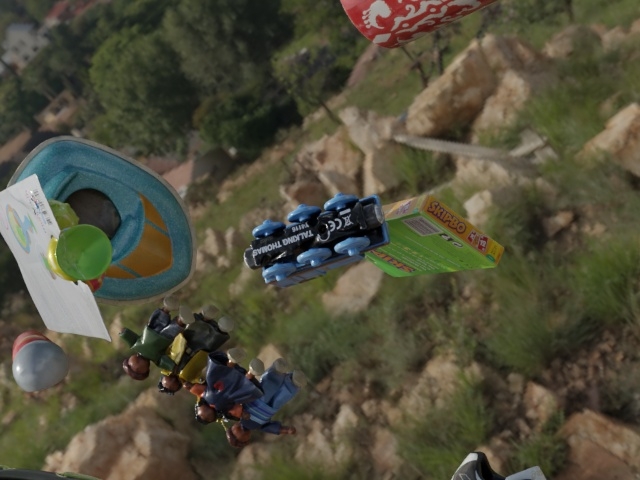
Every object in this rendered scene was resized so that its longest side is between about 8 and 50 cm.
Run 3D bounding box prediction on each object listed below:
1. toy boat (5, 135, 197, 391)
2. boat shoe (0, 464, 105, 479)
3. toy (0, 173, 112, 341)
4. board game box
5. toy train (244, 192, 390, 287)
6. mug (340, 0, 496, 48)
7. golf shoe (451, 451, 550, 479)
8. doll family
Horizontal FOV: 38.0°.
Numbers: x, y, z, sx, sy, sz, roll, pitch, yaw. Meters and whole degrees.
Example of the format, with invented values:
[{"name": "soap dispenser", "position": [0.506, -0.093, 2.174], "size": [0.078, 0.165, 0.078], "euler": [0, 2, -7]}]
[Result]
[{"name": "toy boat", "position": [-0.302, 0.041, 1.194], "size": [0.318, 0.268, 0.148], "euler": [-63, 23, -5]}, {"name": "boat shoe", "position": [-0.301, 0.244, 0.798], "size": [0.091, 0.305, 0.109], "euler": [113, 157, -63]}, {"name": "toy", "position": [-0.219, 0.011, 0.790], "size": [0.056, 0.136, 0.237], "euler": [-27, 10, -23]}, {"name": "board game box", "position": [0.116, 0.000, 1.217], "size": [0.259, 0.124, 0.039], "euler": [-16, 43, 63]}, {"name": "toy train", "position": [0.000, 0.000, 1.123], "size": [0.184, 0.105, 0.080], "euler": [-20, 74, 20]}, {"name": "mug", "position": [0.087, -0.225, 0.679], "size": [0.169, 0.150, 0.113], "euler": [-22, 56, 44]}, {"name": "golf shoe", "position": [0.204, 0.260, 0.851], "size": [0.198, 0.077, 0.093], "euler": [18, 89, 28]}, {"name": "doll family", "position": [-0.106, 0.135, 0.907], "size": [0.111, 0.193, 0.076], "euler": [-54, -5, 22]}]
